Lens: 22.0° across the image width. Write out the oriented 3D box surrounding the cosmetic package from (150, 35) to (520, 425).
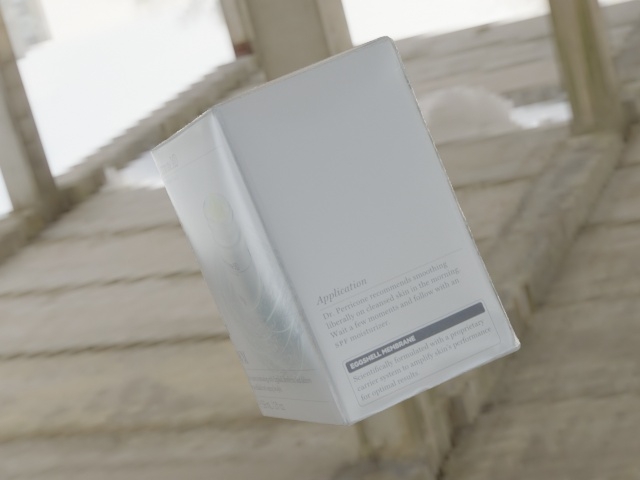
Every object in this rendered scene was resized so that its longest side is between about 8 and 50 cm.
[{"bbox_3d":[0.000,0.000,1.149,0.138,0.224,0.224,-22,-178,-17],"label":"cosmetic package"}]
